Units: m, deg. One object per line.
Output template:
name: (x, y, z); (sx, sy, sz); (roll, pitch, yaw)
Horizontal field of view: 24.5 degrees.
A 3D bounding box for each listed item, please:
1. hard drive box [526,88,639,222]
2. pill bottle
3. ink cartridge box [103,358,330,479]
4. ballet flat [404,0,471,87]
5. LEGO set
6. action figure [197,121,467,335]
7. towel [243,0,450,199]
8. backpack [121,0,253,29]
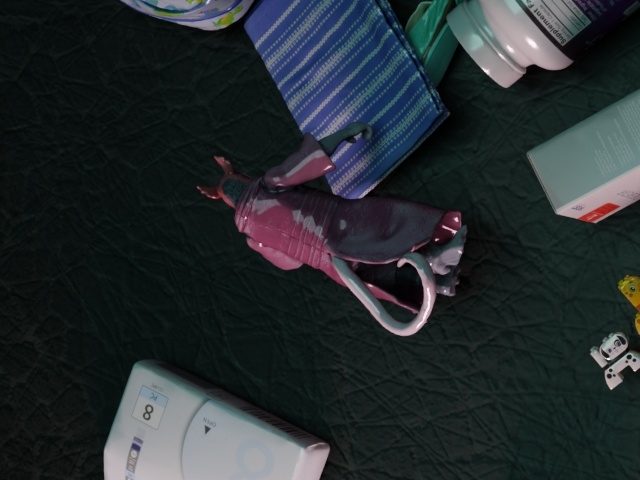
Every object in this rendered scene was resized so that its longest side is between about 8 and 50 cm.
hard drive box: (0.395, -0.118, 1.808); (0.232, 0.181, 0.089); (-30, 75, 22)
pill bottle: (0.321, -0.342, 1.862); (0.323, 0.181, 0.181); (-40, 70, 19)
ink cartridge box: (-0.190, 0.404, 2.110); (0.308, 0.091, 0.385); (23, 95, 26)
ballet flat: (0.172, -0.319, 1.993); (0.087, 0.083, 0.247); (41, 103, 34)
LEGO set: (0.422, 0.072, 1.829); (0.227, 0.087, 0.093); (-42, 85, 18)
action figure: (0.000, 0.000, 1.934); (0.370, 0.276, 0.248); (20, 126, 9)
towel: (0.023, -0.242, 2.039); (0.243, 0.040, 0.336); (-43, 67, 40)
backpack: (-0.228, -0.452, 2.128); (0.355, 0.273, 0.290); (37, 97, 12)
